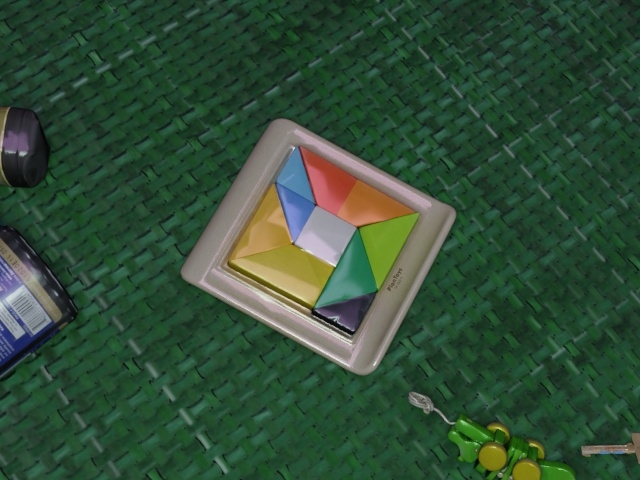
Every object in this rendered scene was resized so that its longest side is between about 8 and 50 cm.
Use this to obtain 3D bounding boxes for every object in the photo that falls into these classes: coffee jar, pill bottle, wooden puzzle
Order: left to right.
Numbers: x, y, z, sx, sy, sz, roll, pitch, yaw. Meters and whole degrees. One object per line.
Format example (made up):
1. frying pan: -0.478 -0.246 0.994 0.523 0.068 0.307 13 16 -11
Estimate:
1. pill bottle: -0.364 0.096 1.189 0.219 0.123 0.123 -39 77 -16
2. coffee jar: -0.387 -0.104 1.274 0.184 0.096 0.079 4 73 -1
3. wooden puzzle: 0.000 0.000 1.288 0.239 0.044 0.221 27 71 6

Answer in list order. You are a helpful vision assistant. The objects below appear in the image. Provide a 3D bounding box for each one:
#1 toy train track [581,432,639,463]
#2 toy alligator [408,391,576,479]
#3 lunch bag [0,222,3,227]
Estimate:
1. toy train track: 0.315 0.222 1.240 0.083 0.014 0.048 -1 30 5
2. toy alligator: 0.168 0.217 1.219 0.190 0.056 0.051 25 111 5
3. lunch bag: -0.383 0.001 1.251 0.098 0.067 0.065 -33 75 -13
